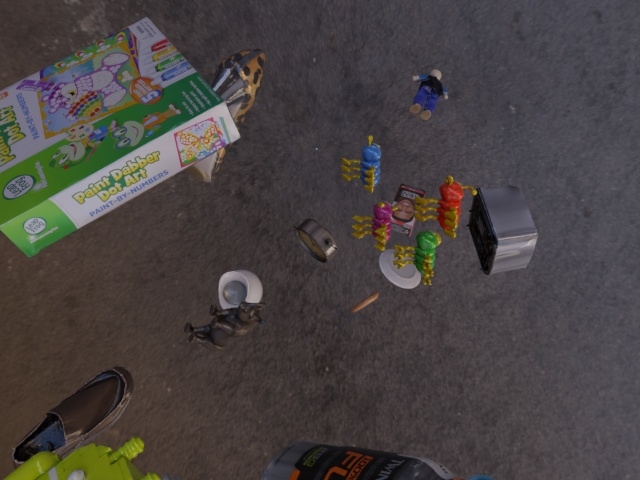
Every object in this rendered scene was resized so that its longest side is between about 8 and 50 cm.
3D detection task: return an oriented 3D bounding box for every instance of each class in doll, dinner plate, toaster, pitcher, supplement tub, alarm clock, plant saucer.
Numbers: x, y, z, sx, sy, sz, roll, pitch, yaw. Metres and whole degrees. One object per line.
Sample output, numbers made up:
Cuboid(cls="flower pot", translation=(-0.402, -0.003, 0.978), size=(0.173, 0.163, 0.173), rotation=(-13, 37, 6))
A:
Cuboid(cls="doll", translation=(0.330, -0.460, 1.702), size=(0.129, 0.046, 0.189), rotation=(31, 60, -7))
Cuboid(cls="dinner plate", translation=(0.238, 0.079, 1.638), size=(0.141, 0.141, 0.017), rotation=(28, 133, -5))
Cuboid(cls="toaster", translation=(0.427, -0.019, 1.323), size=(0.110, 0.168, 0.186), rotation=(-9, 56, 3))
Cuboid(cls="pitcher", translation=(-0.240, 0.174, 1.611), size=(0.125, 0.207, 0.178), rotation=(10, 88, 2))
Cuboid(cls="supplement tub", translation=(0.076, 0.426, 0.843), size=(0.338, 0.207, 0.207), rotation=(-10, 102, 40))
Cuboid(cls="alarm clock", translation=(0.000, 0.000, 1.542), size=(0.064, 0.192, 0.129), rotation=(-42, 113, -15))
Cuboid(cls="plant saucer", translation=(0.112, 0.156, 1.393), size=(0.083, 0.083, 0.013), rotation=(-34, 83, 5))

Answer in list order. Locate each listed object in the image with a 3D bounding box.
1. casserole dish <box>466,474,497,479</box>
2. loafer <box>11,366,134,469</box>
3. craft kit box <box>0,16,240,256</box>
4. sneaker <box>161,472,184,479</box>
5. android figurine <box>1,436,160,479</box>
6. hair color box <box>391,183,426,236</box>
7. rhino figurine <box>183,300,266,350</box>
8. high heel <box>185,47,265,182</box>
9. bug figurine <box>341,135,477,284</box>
Cuboid(cls="casserole dish", translation=(0.191, 0.325, 0.574), size=(0.037, 0.188, 0.114), rotation=(41, 80, -21))
Cuboid(cls="loafer", translation=(-0.658, 0.486, 1.491), size=(0.134, 0.130, 0.366), rotation=(38, 65, 13))
Cuboid(cls="craft kit box", translation=(-0.252, -0.133, 0.624), size=(0.246, 0.250, 0.061), rotation=(-34, 141, -9))
Cuboid(cls="sneaker", translation=(-0.226, 0.531, 0.941), size=(0.135, 0.366, 0.150), rotation=(34, 73, -18))
Cuboid(cls="android figurine", translation=(-0.285, 0.318, 0.567), size=(0.273, 0.248, 0.056), rotation=(-38, 125, -13))
Cuboid(cls="hair color box", translation=(0.218, -0.080, 1.427), size=(0.072, 0.141, 0.043), rotation=(18, 139, 11))
Cuboid(cls="rhino figurine", translation=(-0.203, 0.186, 1.260), size=(0.106, 0.073, 0.243), rotation=(26, 136, -35))
Cuboid(cls="high heel", translation=(-0.158, -0.195, 0.908), size=(0.093, 0.261, 0.186), rotation=(38, 74, -4))
Cuboid(cls="bug figurine", translation=(0.150, -0.055, 0.996), size=(0.072, 0.279, 0.216), rotation=(-22, 130, -32))
